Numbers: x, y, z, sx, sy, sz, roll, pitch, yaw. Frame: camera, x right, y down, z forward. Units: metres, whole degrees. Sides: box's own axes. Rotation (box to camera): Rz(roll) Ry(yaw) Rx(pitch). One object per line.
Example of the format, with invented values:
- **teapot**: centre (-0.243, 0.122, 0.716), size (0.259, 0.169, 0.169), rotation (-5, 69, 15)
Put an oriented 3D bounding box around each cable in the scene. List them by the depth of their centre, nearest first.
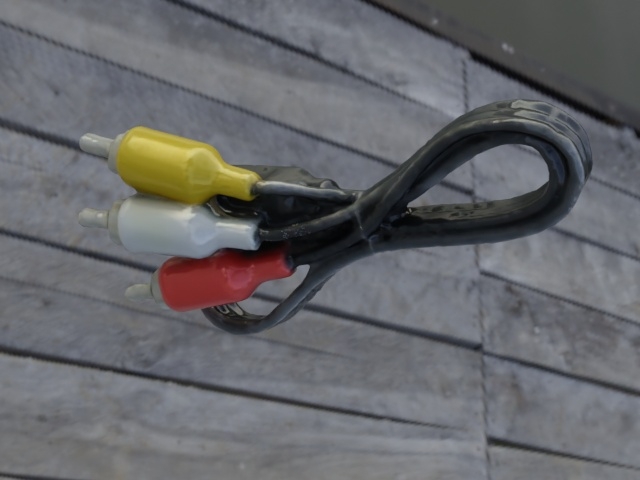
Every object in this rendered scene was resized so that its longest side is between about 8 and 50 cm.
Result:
- **cable**: centre (0.000, 0.000, 0.598), size (0.072, 0.287, 0.140), rotation (-42, 124, -47)
